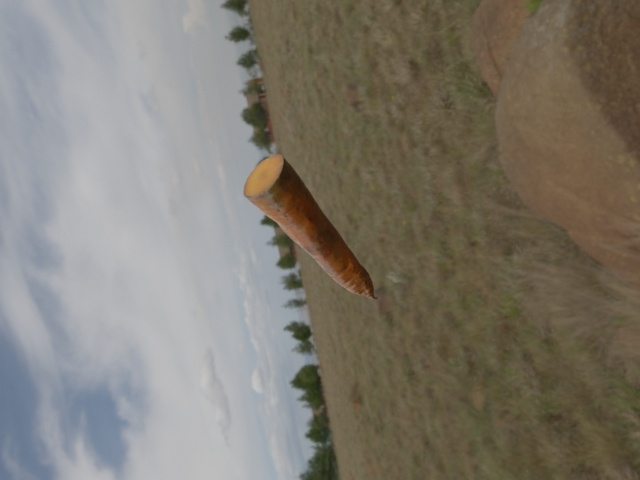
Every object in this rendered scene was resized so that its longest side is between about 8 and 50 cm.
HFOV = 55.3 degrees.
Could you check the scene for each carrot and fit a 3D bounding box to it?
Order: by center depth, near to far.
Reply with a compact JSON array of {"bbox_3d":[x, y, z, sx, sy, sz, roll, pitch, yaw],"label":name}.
[{"bbox_3d":[0.000,0.000,0.672,0.224,0.057,0.057,49,-164,-37],"label":"carrot"}]
